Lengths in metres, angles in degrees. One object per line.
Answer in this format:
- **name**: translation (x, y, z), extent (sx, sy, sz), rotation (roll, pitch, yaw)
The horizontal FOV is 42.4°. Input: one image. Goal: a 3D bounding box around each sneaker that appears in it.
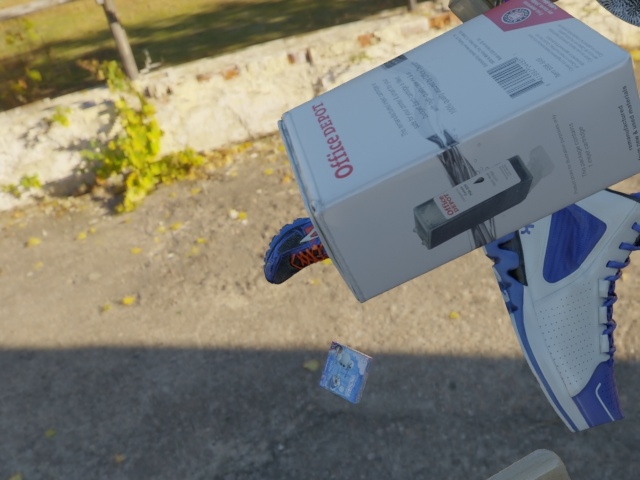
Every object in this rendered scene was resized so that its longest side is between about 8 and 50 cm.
- **sneaker**: translation (0.284, 0.035, 0.882), extent (0.182, 0.315, 0.127), rotation (-23, -9, 15)
- **sneaker**: translation (0.000, 0.000, 1.364), extent (0.221, 0.083, 0.087), rotation (-39, 51, -2)

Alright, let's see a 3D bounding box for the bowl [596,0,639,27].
- **bowl**: translation (0.465, -0.395, 1.195), extent (0.080, 0.170, 0.170), rotation (-47, 34, -4)

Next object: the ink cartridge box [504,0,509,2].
- **ink cartridge box**: translation (0.327, -0.552, 1.603), extent (0.045, 0.206, 0.208), rotation (-39, 80, -25)

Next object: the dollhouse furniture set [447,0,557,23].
- **dollhouse furniture set**: translation (0.333, -0.381, 1.208), extent (0.242, 0.161, 0.212), rotation (-40, 15, 30)

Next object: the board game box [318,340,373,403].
- **board game box**: translation (0.047, 0.245, 1.536), extent (0.090, 0.090, 0.020), rotation (20, 6, 37)

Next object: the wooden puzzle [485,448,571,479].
- **wooden puzzle**: translation (0.348, 0.589, 1.464), extent (0.322, 0.347, 0.080), rotation (-29, 18, -5)

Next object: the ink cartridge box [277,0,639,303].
- **ink cartridge box**: translation (0.091, -0.072, 0.583), extent (0.218, 0.092, 0.158), rotation (-24, 33, 4)
